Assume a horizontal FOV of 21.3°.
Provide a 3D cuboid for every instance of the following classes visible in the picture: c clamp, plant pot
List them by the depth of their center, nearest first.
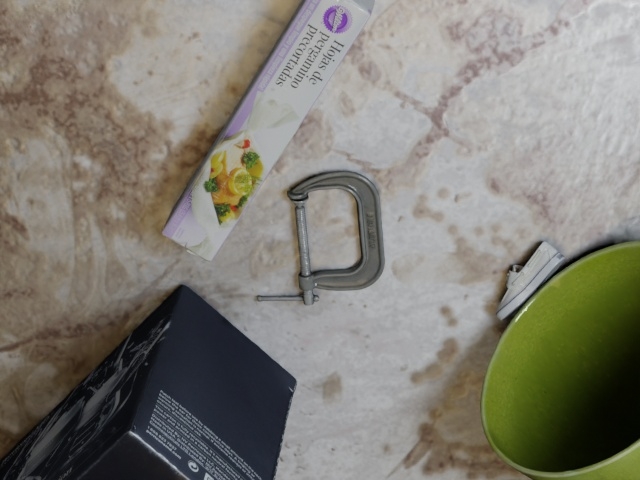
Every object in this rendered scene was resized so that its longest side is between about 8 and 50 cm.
[{"bbox_3d":[0.361,0.194,1.745,0.275,0.275,0.293,-36,123,20],"label":"plant pot"},{"bbox_3d":[0.000,0.000,1.802,0.137,0.022,0.160,3,116,5],"label":"c clamp"}]

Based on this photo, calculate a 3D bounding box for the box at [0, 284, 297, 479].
[{"bbox_3d":[-0.214,0.272,1.793,0.179,0.312,0.343,42,112,-13],"label":"box"}]

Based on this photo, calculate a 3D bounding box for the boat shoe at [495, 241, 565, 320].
[{"bbox_3d":[0.214,0.041,1.795,0.035,0.035,0.100,47,118,15],"label":"boat shoe"}]

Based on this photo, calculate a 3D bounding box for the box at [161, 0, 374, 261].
[{"bbox_3d":[-0.055,-0.123,1.727,0.063,0.067,0.324,30,114,-9],"label":"box"}]
